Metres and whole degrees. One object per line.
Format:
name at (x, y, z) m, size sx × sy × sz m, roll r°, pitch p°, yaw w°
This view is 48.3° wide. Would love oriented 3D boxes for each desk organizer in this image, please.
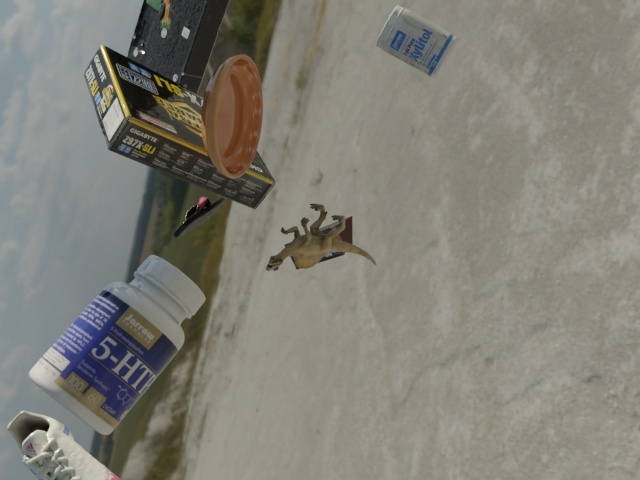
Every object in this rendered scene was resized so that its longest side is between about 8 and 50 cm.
desk organizer at (0.005, 0.004, 1.117) m, size 0.130 × 0.050 × 0.047 m, roll -19°, pitch 99°, yaw 53°

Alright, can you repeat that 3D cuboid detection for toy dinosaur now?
toy dinosaur at (0.000, 0.000, 0.993) m, size 0.053 × 0.183 × 0.092 m, roll 46°, pitch 132°, yaw 45°

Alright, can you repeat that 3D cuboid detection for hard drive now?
hard drive at (-0.318, -0.517, 1.628) m, size 0.237 × 0.064 × 0.338 m, roll 39°, pitch 117°, yaw 34°

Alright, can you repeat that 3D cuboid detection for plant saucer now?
plant saucer at (-0.145, -0.201, 1.160) m, size 0.200 × 0.037 × 0.199 m, roll 9°, pitch -90°, yaw -75°

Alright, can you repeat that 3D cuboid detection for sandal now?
sandal at (-0.245, -0.058, 1.427) m, size 0.067 × 0.040 × 0.179 m, roll -46°, pitch -1°, yaw 31°

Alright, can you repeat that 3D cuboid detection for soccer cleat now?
soccer cleat at (-0.482, 0.430, 1.328) m, size 0.331 × 0.143 × 0.116 m, roll 23°, pitch 66°, yaw 41°

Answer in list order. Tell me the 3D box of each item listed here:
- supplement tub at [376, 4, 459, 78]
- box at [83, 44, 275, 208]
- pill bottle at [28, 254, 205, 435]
supplement tub at (0.146, -0.296, 1.069) m, size 0.071 × 0.107 × 0.071 m, roll -61°, pitch -2°, yaw -3°
box at (-0.261, -0.207, 1.325) m, size 0.079 × 0.322 × 0.257 m, roll -51°, pitch 44°, yaw 18°
pill bottle at (-0.221, 0.112, 0.803) m, size 0.186 × 0.112 × 0.112 m, roll -52°, pitch 5°, yaw -20°
